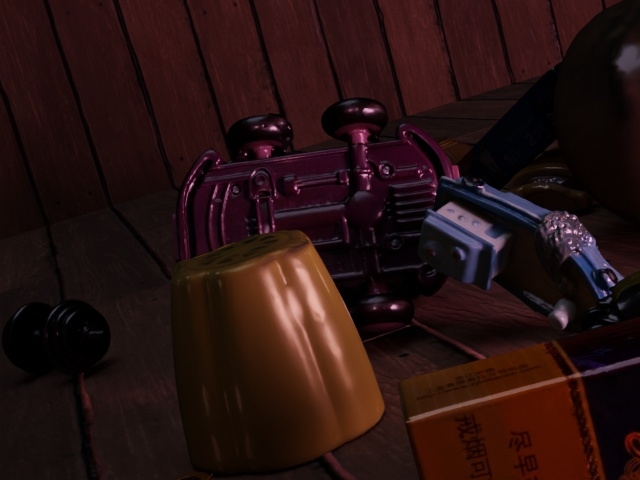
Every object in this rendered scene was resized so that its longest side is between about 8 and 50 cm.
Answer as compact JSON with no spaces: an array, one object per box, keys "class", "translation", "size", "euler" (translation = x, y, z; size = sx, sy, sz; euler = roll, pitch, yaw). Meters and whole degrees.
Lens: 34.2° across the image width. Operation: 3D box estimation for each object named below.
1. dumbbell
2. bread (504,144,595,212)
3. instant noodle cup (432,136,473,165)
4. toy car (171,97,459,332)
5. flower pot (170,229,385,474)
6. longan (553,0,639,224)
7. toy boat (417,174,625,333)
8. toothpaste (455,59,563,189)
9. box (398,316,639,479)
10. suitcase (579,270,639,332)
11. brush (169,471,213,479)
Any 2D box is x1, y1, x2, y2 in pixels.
[{"class":"dumbbell","translation":[-0.350,0.129,1.376],"size":[0.209,0.099,0.099],"euler":[-6,15,39]},{"class":"bread","translation":[0.364,-0.095,1.541],"size":[0.134,0.081,0.225],"euler":[-4,16,40]},{"class":"instant noodle cup","translation":[0.193,-0.135,1.936],"size":[0.274,0.090,0.274],"euler":[-14,11,3]},{"class":"toy car","translation":[0.000,0.000,1.241],"size":[0.341,0.271,0.240],"euler":[-6,-16,5]},{"class":"flower pot","translation":[-0.051,0.092,0.957],"size":[0.195,0.179,0.195],"euler":[-13,12,3]},{"class":"longan","translation":[0.428,-0.159,1.239],"size":[0.319,0.318,0.319],"euler":[-15,12,3]},{"class":"toy boat","translation":[0.198,0.022,1.033],"size":[0.238,0.109,0.098],"euler":[32,45,29]},{"class":"toothpaste","translation":[0.298,-0.153,1.558],"size":[0.066,0.076,0.320],"euler":[-34,-8,-32]},{"class":"box","translation":[0.175,0.125,0.568],"size":[0.237,0.152,0.070],"euler":[-16,12,1]},{"class":"suitcase","translation":[0.301,0.060,0.686],"size":[0.235,0.143,0.194],"euler":[-25,-5,13]},{"class":"brush","translation":[-0.236,0.251,0.857],"size":[0.314,0.017,0.090],"euler":[-18,12,-16]}]
